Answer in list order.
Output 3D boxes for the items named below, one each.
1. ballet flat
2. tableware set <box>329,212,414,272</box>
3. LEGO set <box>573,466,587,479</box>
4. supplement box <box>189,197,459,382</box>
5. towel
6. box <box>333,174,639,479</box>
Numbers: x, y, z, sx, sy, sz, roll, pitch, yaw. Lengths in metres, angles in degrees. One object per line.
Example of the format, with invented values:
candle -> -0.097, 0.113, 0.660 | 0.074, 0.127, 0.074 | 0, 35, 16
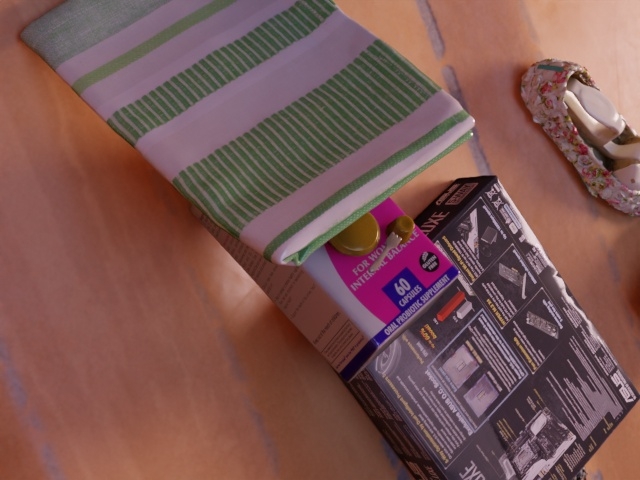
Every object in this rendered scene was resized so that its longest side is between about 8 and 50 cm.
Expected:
ballet flat -> 0.309, -0.106, 1.457 | 0.241, 0.077, 0.091 | 39, 70, -25
tableware set -> 0.014, -0.045, 1.159 | 0.154, 0.024, 0.104 | 39, 61, 4
LEGO set -> 0.276, 0.242, 1.461 | 0.054, 0.023, 0.083 | 18, 80, -29
supplement box -> 0.000, 0.000, 1.210 | 0.111, 0.114, 0.220 | -41, 82, -25
towel -> -0.059, -0.140, 1.156 | 0.248, 0.038, 0.325 | -37, 69, -26
box -> 0.164, 0.127, 1.367 | 0.242, 0.076, 0.307 | -44, 110, -23
